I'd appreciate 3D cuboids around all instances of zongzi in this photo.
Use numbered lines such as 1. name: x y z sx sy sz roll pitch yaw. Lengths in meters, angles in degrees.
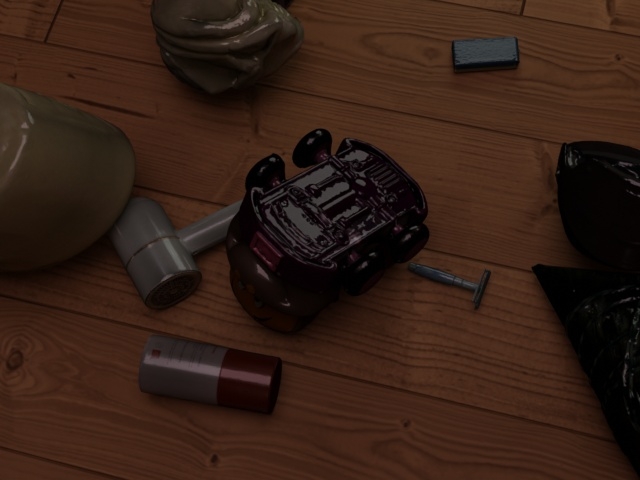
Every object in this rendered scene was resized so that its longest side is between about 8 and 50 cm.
1. zongzi: 0.472 0.162 1.633 0.362 0.319 0.383 13 51 20

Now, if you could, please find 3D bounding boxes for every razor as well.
1. razor: 0.210 0.063 1.779 0.135 0.040 0.068 18 69 16

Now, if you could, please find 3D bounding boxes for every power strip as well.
1. power strip: 0.302 -0.339 1.939 0.123 0.032 0.056 -3 68 3

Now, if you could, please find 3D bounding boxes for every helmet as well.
1. helmet: 0.488 -0.052 1.711 0.225 0.305 0.177 9 103 2

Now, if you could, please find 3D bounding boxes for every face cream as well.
1. face cream: -0.176 0.216 1.709 0.214 0.096 0.095 9 68 8

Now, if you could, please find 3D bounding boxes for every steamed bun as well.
1. steamed bun: -0.569 -0.107 1.711 0.456 0.371 0.289 10 85 27
2. steamed bun: -0.192 -0.364 1.863 0.268 0.280 0.207 35 102 6

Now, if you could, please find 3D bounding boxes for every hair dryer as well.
1. hair dryer: -0.176 -0.034 1.828 0.357 0.107 0.173 -26 68 -16

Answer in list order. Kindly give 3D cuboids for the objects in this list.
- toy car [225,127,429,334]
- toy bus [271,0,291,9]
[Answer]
1. toy car: 0.000 0.000 1.736 0.341 0.240 0.271 -30 67 -38
2. toy bus: -0.134 -0.521 2.008 0.199 0.108 0.096 29 73 14
